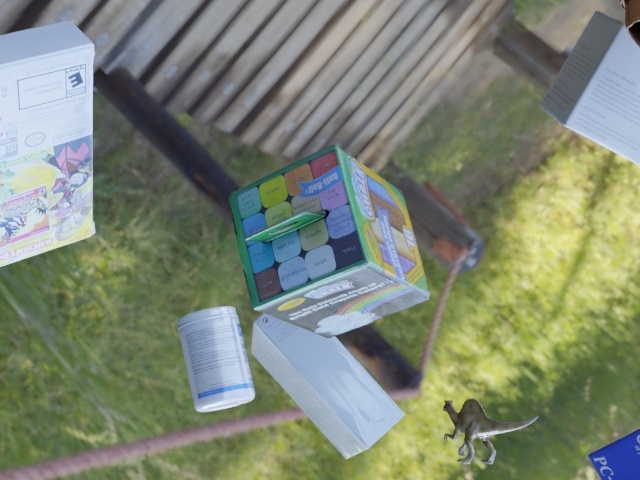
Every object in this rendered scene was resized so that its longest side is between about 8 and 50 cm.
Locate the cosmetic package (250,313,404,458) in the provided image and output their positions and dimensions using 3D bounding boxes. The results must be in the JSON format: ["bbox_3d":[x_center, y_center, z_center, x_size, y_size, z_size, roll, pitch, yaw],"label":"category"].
[{"bbox_3d":[0.001,0.252,2.037,0.097,0.284,0.377,-39,173,-12],"label":"cosmetic package"}]

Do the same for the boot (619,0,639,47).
[{"bbox_3d":[0.531,-0.342,1.619,0.283,0.220,0.109,21,141,-27],"label":"boot"}]

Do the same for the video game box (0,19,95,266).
[{"bbox_3d":[-0.266,-0.054,0.836,0.205,0.048,0.187,-20,136,-31],"label":"video game box"}]

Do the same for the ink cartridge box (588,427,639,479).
[{"bbox_3d":[0.436,0.342,1.435,0.097,0.207,0.046,-39,161,36],"label":"ink cartridge box"}]

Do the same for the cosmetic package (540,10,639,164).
[{"bbox_3d":[0.480,-0.249,1.832,0.184,0.151,0.151,-60,-167,14],"label":"cosmetic package"}]

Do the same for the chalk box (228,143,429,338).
[{"bbox_3d":[0.000,0.000,1.533,0.180,0.179,0.289,-22,156,20],"label":"chalk box"}]

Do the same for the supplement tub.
[{"bbox_3d":[-0.117,0.134,1.270,0.071,0.107,0.071,-12,168,-3],"label":"supplement tub"}]

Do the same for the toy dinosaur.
[{"bbox_3d":[0.231,0.280,1.661,0.053,0.183,0.093,3,92,-38],"label":"toy dinosaur"}]
